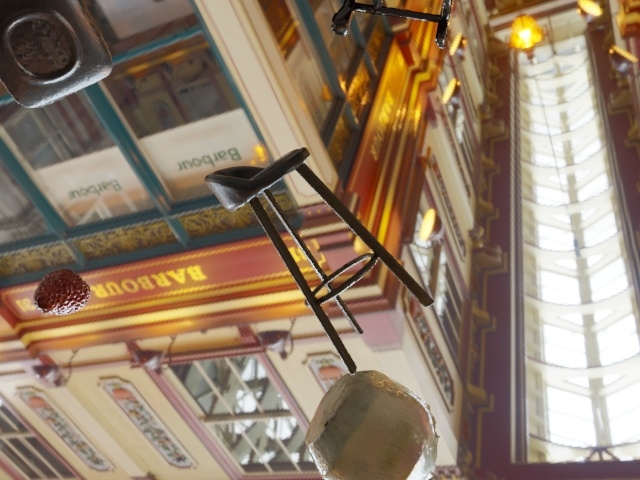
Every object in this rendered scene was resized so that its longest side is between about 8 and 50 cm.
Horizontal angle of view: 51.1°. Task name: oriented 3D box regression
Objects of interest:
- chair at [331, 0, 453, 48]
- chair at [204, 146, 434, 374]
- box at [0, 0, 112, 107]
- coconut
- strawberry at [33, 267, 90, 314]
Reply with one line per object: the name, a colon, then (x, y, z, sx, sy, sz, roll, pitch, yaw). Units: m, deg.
chair: (0.091, -0.291, 0.597, 0.113, 0.106, 0.229, 13, -121, 8)
chair: (-0.001, 0.001, 0.612, 0.095, 0.221, 0.104, -38, -174, 9)
box: (-0.492, -0.351, 1.190, 0.201, 0.212, 0.042, -32, -139, -15)
coconut: (0.105, 0.362, 1.224, 0.227, 0.230, 0.227, -57, -175, 8)
strawberry: (-0.382, 0.079, 0.973, 0.073, 0.073, 0.083, -5, -160, 30)
